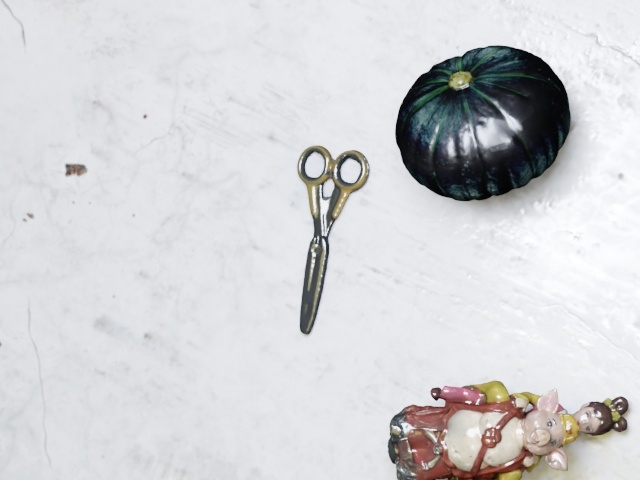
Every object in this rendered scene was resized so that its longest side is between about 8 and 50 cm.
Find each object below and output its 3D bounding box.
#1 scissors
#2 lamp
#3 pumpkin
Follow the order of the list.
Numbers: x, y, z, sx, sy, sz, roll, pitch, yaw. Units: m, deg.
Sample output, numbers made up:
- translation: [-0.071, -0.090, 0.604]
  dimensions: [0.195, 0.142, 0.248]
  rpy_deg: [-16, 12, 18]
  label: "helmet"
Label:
- translation: [0.000, 0.000, 1.841]
  dimensions: [0.088, 0.017, 0.220]
  rpy_deg: [9, 88, 19]
  label: "scissors"
- translation: [0.200, 0.210, 1.704]
  dimensions: [0.253, 0.118, 0.118]
  rpy_deg: [-7, 83, 19]
  label: "lamp"
- translation: [0.175, -0.128, 1.714]
  dimensions: [0.194, 0.194, 0.150]
  rpy_deg: [-44, 112, 10]
  label: "pumpkin"
